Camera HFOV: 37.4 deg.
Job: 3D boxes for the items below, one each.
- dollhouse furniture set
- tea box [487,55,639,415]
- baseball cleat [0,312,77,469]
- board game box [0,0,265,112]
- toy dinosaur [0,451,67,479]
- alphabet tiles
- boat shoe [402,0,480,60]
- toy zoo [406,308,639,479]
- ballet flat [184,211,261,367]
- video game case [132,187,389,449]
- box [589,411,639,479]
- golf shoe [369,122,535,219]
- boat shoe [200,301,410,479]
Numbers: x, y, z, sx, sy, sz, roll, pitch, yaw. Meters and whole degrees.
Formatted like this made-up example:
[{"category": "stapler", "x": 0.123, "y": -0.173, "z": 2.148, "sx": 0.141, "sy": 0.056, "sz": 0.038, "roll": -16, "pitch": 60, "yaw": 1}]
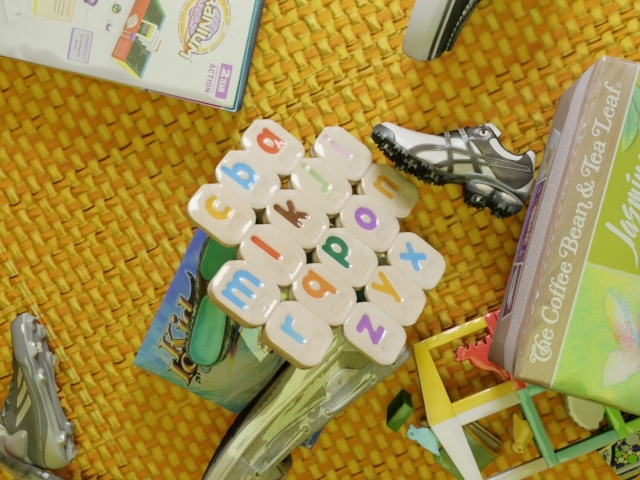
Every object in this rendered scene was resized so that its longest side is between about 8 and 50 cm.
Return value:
[{"category": "dollhouse furniture set", "x": 0.153, "y": 0.244, "z": 1.163, "sx": 0.152, "sy": 0.058, "sz": 0.076, "roll": 38, "pitch": 101, "yaw": -5}, {"category": "tea box", "x": 0.379, "y": 0.023, "z": 0.991, "sx": 0.324, "sy": 0.220, "sz": 0.329, "roll": 15, "pitch": 89, "yaw": 4}, {"category": "baseball cleat", "x": -0.372, "y": 0.195, "z": 1.171, "sx": 0.109, "sy": 0.072, "sz": 0.206, "roll": -12, "pitch": 100, "yaw": 5}, {"category": "board game box", "x": -0.220, "y": -0.297, "z": 1.069, "sx": 0.317, "sy": 0.064, "sz": 0.242, "roll": 14, "pitch": 102, "yaw": 0}, {"category": "toy dinosaur", "x": -0.314, "y": 0.349, "z": 1.192, "sx": 0.268, "sy": 0.064, "sz": 0.118, "roll": 28, "pitch": 96, "yaw": -19}, {"category": "alphabet tiles", "x": 0.000, "y": 0.000, "z": 1.044, "sx": 0.278, "sy": 0.284, "sz": 0.021, "roll": 38, "pitch": 145, "yaw": -6}, {"category": "boat shoe", "x": 0.206, "y": -0.332, "z": 1.014, "sx": 0.119, "sy": 0.121, "sz": 0.335, "roll": 29, "pitch": 99, "yaw": 1}, {"category": "toy zoo", "x": 0.237, "y": 0.173, "z": 1.111, "sx": 0.293, "sy": 0.030, "sz": 0.192, "roll": -21, "pitch": 81, "yaw": -2}, {"category": "ballet flat", "x": -0.110, "y": 0.050, "z": 1.074, "sx": 0.070, "sy": 0.070, "sz": 0.188, "roll": 20, "pitch": 97, "yaw": -1}, {"category": "video game case", "x": -0.059, "y": 0.082, "z": 1.140, "sx": 0.244, "sy": 0.061, "sz": 0.269, "roll": 26, "pitch": 101, "yaw": -2}, {"category": "box", "x": 0.415, "y": 0.218, "z": 1.149, "sx": 0.169, "sy": 0.054, "sz": 0.059, "roll": -40, "pitch": 96, "yaw": 10}, {"category": "golf shoe", "x": 0.155, "y": -0.103, "z": 1.095, "sx": 0.198, "sy": 0.077, "sz": 0.094, "roll": 25, "pitch": 87, "yaw": -7}, {"category": "boat shoe", "x": -0.034, "y": 0.213, "z": 1.078, "sx": 0.103, "sy": 0.118, "sz": 0.320, "roll": 39, "pitch": 94, "yaw": -2}]
